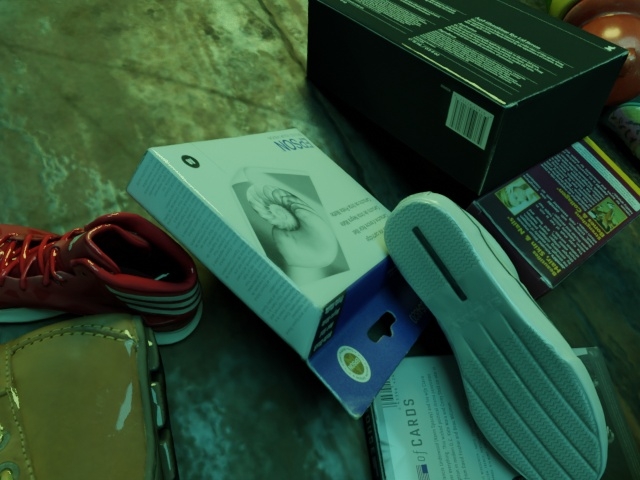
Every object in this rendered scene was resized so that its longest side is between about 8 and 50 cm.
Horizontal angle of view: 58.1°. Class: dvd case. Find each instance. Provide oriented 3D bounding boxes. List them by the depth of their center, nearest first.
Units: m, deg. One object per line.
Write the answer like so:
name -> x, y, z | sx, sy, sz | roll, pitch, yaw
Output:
dvd case -> 0.157, 0.180, 0.476 | 0.239, 0.029, 0.179 | 0, 61, -16

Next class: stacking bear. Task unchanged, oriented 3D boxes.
stacking bear -> 0.382, -0.305, 0.756 | 0.164, 0.175, 0.289 | 13, 66, -6

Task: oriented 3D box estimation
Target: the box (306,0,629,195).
box -> 0.135, -0.182, 0.594 | 0.184, 0.103, 0.261 | -28, 53, -26

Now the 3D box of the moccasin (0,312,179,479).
moccasin -> -0.133, 0.221, 0.303 | 0.147, 0.139, 0.380 | -11, 67, -15

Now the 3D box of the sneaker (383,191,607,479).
sneaker -> 0.149, 0.070, 0.467 | 0.091, 0.094, 0.258 | -17, 78, -59

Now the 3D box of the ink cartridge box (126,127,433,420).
ink cartridge box -> 0.000, 0.000, 0.464 | 0.224, 0.045, 0.223 | 43, 27, 9

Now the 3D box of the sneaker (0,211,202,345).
sneaker -> -0.190, 0.007, 0.413 | 0.221, 0.128, 0.087 | 9, 59, -12

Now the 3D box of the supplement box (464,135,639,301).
supplement box -> 0.227, -0.018, 0.580 | 0.188, 0.081, 0.104 | -29, 72, -29

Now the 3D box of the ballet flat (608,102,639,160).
ballet flat -> 0.456, -0.095, 0.707 | 0.221, 0.077, 0.079 | 23, 76, -4
